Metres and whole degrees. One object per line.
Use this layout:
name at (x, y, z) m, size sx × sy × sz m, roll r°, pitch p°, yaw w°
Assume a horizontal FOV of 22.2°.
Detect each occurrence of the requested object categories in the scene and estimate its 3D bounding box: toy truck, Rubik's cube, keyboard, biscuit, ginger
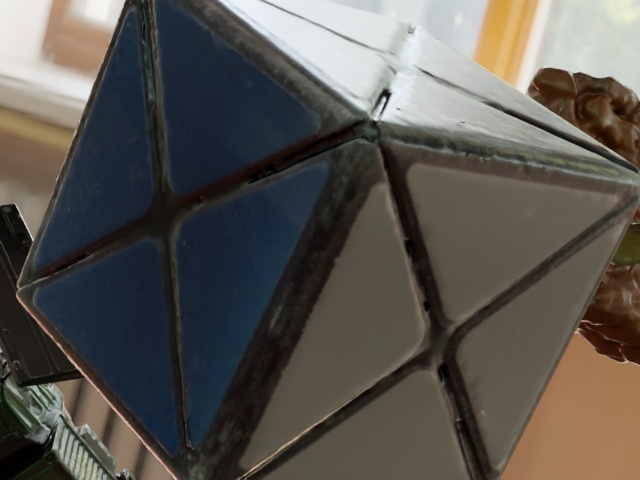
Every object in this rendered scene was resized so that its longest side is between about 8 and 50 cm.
toy truck at (-0.207, 0.210, 1.329) m, size 0.259 × 0.088 × 0.121 m, roll 53°, pitch 10°, yaw -16°
Rubik's cube at (0.000, 0.000, 1.021) m, size 0.255 × 0.260 × 0.259 m, roll 9°, pitch 25°, yaw -42°
keyboard at (-0.240, 0.040, 1.291) m, size 0.067 × 0.011 × 0.202 m, roll -8°, pitch 45°, yaw -27°
biscuit at (0.345, -0.041, 1.994) m, size 0.318 × 0.312 × 0.110 m, roll 36°, pitch -26°, yaw -14°
ginger at (0.227, 0.006, 1.231) m, size 0.097 × 0.030 × 0.048 m, roll -5°, pitch -12°, yaw 34°
